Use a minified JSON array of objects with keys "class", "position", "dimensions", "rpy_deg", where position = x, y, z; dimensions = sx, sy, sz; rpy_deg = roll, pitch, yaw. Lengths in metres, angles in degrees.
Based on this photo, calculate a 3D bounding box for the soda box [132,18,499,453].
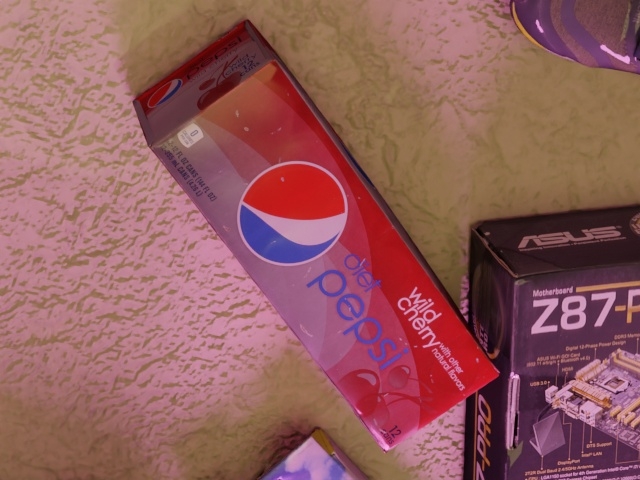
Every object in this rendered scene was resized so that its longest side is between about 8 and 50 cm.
[{"class":"soda box","position":[0.000,0.000,1.026],"dimensions":[0.092,0.083,0.263],"rpy_deg":[-35,118,3]}]

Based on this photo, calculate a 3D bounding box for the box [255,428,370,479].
[{"class":"box","position":[0.004,0.210,1.141],"dimensions":[0.109,0.042,0.178],"rpy_deg":[-40,117,3]}]

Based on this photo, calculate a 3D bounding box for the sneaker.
[{"class":"sneaker","position":[0.258,-0.128,1.018],"dimensions":[0.299,0.121,0.111],"rpy_deg":[8,110,-18]}]

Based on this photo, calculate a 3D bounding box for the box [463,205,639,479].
[{"class":"box","position":[0.295,0.129,1.156],"dimensions":[0.394,0.097,0.318],"rpy_deg":[-7,116,-12]}]
